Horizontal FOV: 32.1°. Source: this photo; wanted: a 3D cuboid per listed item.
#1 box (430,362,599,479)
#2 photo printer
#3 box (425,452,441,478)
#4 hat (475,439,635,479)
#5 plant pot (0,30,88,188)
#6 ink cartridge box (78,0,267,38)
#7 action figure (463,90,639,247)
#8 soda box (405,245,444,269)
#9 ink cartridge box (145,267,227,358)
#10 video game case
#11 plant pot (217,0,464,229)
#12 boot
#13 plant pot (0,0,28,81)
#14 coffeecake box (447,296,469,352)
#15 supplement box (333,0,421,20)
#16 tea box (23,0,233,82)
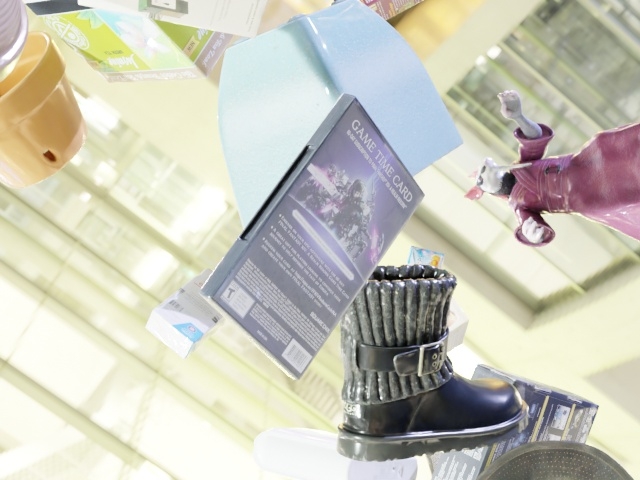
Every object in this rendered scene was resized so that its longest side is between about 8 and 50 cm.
[{"bbox_3d":[0.320,0.435,1.952,0.097,0.318,0.395,21,-90,42],"label":"box"},{"bbox_3d":[0.021,0.484,2.454,0.307,0.256,0.107,4,-97,40],"label":"photo printer"},{"bbox_3d":[0.422,0.556,2.385,0.179,0.343,0.312,-51,-166,13],"label":"box"},{"bbox_3d":[0.361,0.460,1.725,0.331,0.331,0.134,-50,175,9],"label":"hat"},{"bbox_3d":[-0.593,-0.239,2.165,0.291,0.203,0.291,-21,-145,15],"label":"plant pot"},{"bbox_3d":[-0.173,-0.346,1.333,0.092,0.219,0.160,115,-20,-52],"label":"ink cartridge box"},{"bbox_3d":[0.420,-0.106,1.864,0.370,0.275,0.248,2,-96,36],"label":"action figure"},{"bbox_3d":[0.169,0.070,1.853,0.183,0.058,0.063,81,24,-71],"label":"soda box"},{"bbox_3d":[-0.246,0.142,2.195,0.180,0.104,0.060,-41,164,-47],"label":"ink cartridge box"},{"bbox_3d":[0.000,0.000,1.249,0.026,0.196,0.274,22,-109,41],"label":"video game case"},{"bbox_3d":[0.005,-0.187,1.535,0.247,0.252,0.247,-13,-168,39],"label":"plant pot"},{"bbox_3d":[0.167,0.161,1.572,0.131,0.348,0.260,6,-84,50],"label":"boot"},{"bbox_3d":[-0.392,-0.264,1.092,0.110,0.237,0.237,-50,-169,38],"label":"plant pot"},{"bbox_3d":[0.180,0.195,2.086,0.185,0.068,0.142,-31,159,-12],"label":"coffeecake box"},{"bbox_3d":[0.120,-0.487,2.158,0.188,0.081,0.104,-27,164,6],"label":"supplement box"},{"bbox_3d":[-0.351,-0.472,2.034,0.329,0.323,0.220,6,-119,47],"label":"tea box"}]
